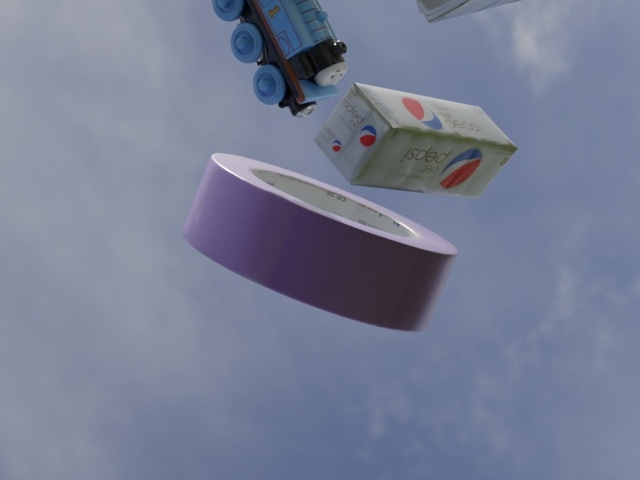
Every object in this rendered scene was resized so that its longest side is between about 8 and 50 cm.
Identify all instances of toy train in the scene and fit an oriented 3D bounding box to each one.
[{"bbox_3d":[-0.038,-0.220,1.574,0.080,0.105,0.184,-17,-101,-52],"label":"toy train"}]

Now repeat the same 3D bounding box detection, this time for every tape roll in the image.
[{"bbox_3d":[0.000,0.000,1.597,0.275,0.275,0.090,14,-78,-40],"label":"tape roll"}]

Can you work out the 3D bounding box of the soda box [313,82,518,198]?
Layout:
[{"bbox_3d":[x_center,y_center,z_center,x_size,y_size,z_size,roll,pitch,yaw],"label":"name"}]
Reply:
[{"bbox_3d":[0.096,-0.094,1.496,0.216,0.074,0.069,4,-140,-50],"label":"soda box"}]

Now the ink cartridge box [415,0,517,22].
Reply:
[{"bbox_3d":[0.136,-0.255,1.306,0.150,0.063,0.109,-21,-91,-45],"label":"ink cartridge box"}]
